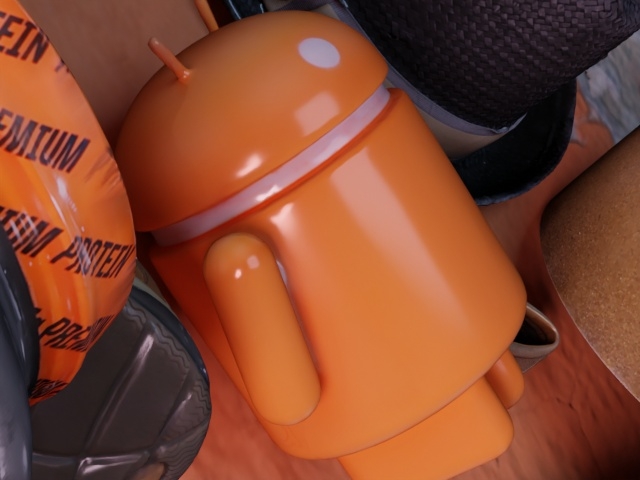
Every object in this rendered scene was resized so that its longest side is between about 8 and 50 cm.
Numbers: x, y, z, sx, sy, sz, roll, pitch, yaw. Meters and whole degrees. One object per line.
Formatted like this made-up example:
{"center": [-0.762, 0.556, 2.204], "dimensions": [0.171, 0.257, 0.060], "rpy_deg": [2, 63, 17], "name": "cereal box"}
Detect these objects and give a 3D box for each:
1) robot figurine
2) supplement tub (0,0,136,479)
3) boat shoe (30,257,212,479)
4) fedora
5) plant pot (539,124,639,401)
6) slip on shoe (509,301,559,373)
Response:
{"center": [0.000, 0.001, 0.691], "dimensions": [0.158, 0.128, 0.219], "rpy_deg": [-39, 104, -28], "name": "robot figurine"}
{"center": [-0.199, 0.071, 0.316], "dimensions": [0.207, 0.207, 0.338], "rpy_deg": [52, 56, -18], "name": "supplement tub"}
{"center": [-0.171, -0.028, 0.536], "dimensions": [0.324, 0.122, 0.120], "rpy_deg": [44, 13, -27], "name": "boat shoe"}
{"center": [0.073, -0.191, 0.847], "dimensions": [0.334, 0.152, 0.334], "rpy_deg": [24, 55, -41], "name": "fedora"}
{"center": [0.285, -0.028, 0.872], "dimensions": [0.237, 0.254, 0.237], "rpy_deg": [29, 29, -18], "name": "plant pot"}
{"center": [0.062, 0.028, 0.817], "dimensions": [0.135, 0.041, 0.051], "rpy_deg": [38, 47, -32], "name": "slip on shoe"}
